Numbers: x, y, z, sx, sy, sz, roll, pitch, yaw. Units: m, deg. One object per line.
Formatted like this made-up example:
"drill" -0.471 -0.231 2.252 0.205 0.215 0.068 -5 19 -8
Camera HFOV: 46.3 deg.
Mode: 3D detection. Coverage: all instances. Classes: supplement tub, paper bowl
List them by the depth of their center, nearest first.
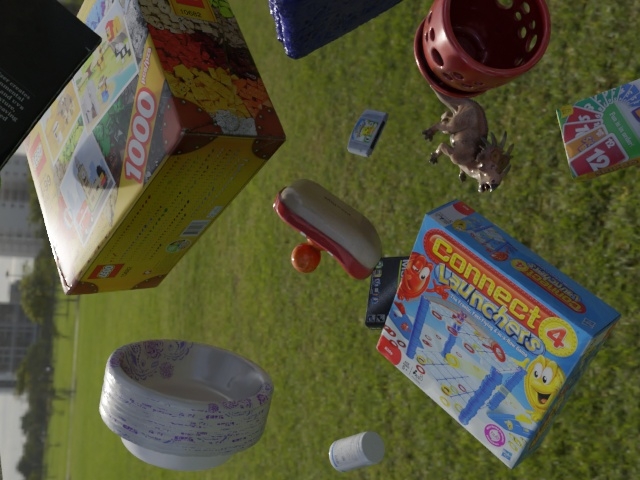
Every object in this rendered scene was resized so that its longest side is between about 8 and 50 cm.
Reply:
"paper bowl" -0.230 0.285 1.278 0.284 0.284 0.148 -145 65 -67
"supplement tub" 0.076 0.448 1.586 0.107 0.071 0.071 -30 56 41

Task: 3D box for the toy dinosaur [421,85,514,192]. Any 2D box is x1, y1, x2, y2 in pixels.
"toy dinosaur" 0.367 -0.252 1.807 0.200 0.127 0.296 -18 84 49

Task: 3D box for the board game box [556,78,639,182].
"board game box" 0.501 -0.187 1.141 0.259 0.039 0.124 -18 70 30

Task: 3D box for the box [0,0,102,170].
"box" -0.432 -0.120 0.811 0.296 0.182 0.294 -33 28 36

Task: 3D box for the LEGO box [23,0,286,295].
"LEGO box" -0.318 -0.185 1.301 0.500 0.193 0.373 -43 62 41

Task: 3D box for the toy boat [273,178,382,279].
"toy boat" 0.000 0.000 1.422 0.151 0.231 0.151 -55 -2 21

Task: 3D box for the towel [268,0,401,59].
"towel" 0.077 -0.314 0.760 0.076 0.308 0.227 58 178 5

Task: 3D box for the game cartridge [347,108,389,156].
"game cartridge" 0.080 -0.186 1.288 0.056 0.017 0.083 21 85 48

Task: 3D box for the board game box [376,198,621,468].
"board game box" 0.257 0.145 1.173 0.308 0.086 0.302 39 133 30

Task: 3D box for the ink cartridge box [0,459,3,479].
"ink cartridge box" -0.520 0.374 1.043 0.139 0.082 0.191 -35 46 5

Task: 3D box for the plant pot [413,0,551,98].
"plant pot" 0.257 -0.335 1.250 0.174 0.191 0.191 148 124 -72

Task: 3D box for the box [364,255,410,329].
"box" 0.212 0.133 1.899 0.184 0.045 0.191 -4 65 33
